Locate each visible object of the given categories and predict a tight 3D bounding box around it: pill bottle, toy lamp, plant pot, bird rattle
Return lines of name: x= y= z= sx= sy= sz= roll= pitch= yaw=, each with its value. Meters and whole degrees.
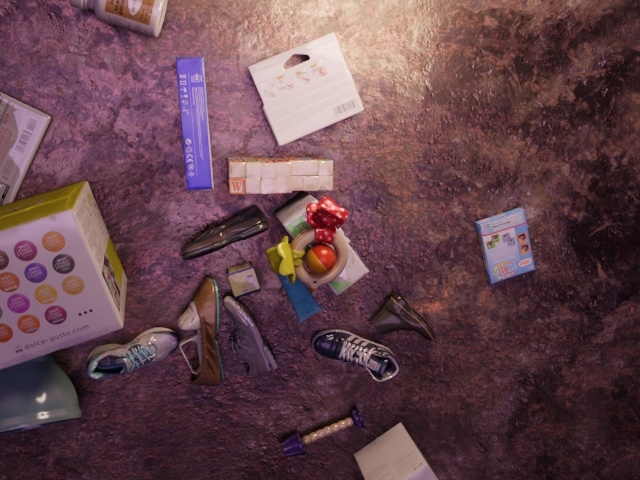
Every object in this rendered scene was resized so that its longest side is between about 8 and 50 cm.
pill bottle: x=-0.526 y=-0.629 z=1.647 sx=0.229 sy=0.131 sz=0.131 roll=14 pitch=99 yaw=-13
toy lamp: x=0.005 y=0.626 z=2.045 sx=0.274 sy=0.080 sz=0.080 roll=-23 pitch=105 yaw=-7
plant pot: x=-0.830 y=0.426 z=1.757 sx=0.293 sy=0.293 sz=0.196 roll=-10 pitch=77 yaw=-9
bird rattle: x=-0.015 y=0.019 z=1.675 sx=0.253 sy=0.143 sz=0.207 roll=-43 pitch=118 yaw=-9

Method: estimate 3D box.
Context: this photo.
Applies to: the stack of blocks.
stack of blocks: x=-0.117 y=-0.188 z=1.800 sx=0.297 sy=0.171 sz=0.087 roll=-1 pitch=102 yaw=-11

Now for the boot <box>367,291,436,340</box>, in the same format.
boot: x=0.263 y=0.281 z=2.031 sx=0.137 sy=0.077 sz=0.198 roll=-45 pitch=93 yaw=5

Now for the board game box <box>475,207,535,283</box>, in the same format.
board game box: x=0.603 y=0.018 z=2.050 sx=0.160 sy=0.039 sz=0.212 roll=-17 pitch=104 yaw=-7

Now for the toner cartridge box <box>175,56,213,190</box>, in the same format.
toner cartridge box: x=-0.346 y=-0.320 z=1.731 sx=0.075 sy=0.165 sz=0.348 roll=-5 pitch=103 yaw=-10

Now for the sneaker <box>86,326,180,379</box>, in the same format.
sneaker: x=-0.549 y=0.348 z=1.855 sx=0.283 sy=0.122 sz=0.110 roll=-19 pitch=104 yaw=-7

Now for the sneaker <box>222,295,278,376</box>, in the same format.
sneaker: x=-0.235 y=0.299 z=1.914 sx=0.115 sy=0.105 sz=0.281 roll=-28 pitch=106 yaw=-4

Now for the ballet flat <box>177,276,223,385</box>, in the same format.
ballet flat: x=-0.363 y=0.283 z=1.880 sx=0.124 sy=0.116 sz=0.343 roll=-8 pitch=109 yaw=-24

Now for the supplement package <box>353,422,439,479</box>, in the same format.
supplement package: x=0.265 y=0.772 z=2.029 sx=0.199 sy=0.263 sz=0.198 roll=-34 pitch=106 yaw=-2

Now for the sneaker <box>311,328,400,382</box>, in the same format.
sneaker: x=0.116 y=0.360 z=1.970 sx=0.282 sy=0.153 sz=0.099 roll=16 pitch=98 yaw=-14

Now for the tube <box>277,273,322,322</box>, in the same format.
tube: x=-0.074 y=0.155 z=1.947 sx=0.080 sy=0.052 sz=0.207 roll=-28 pitch=111 yaw=1

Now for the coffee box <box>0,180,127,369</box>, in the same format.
coffee box: x=-0.726 y=0.073 z=1.636 sx=0.337 sy=0.338 sz=0.335 roll=-19 pitch=111 yaw=-8

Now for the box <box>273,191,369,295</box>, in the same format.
box: x=0.000 y=0.000 z=1.831 sx=0.126 sy=0.231 sz=0.262 roll=-37 pitch=107 yaw=-2

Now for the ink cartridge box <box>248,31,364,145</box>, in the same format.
ink cartridge box: x=-0.043 y=-0.435 z=1.819 sx=0.275 sy=0.060 sz=0.239 roll=-24 pitch=104 yaw=-5

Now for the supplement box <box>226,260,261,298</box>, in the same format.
supplement box: x=-0.233 y=0.119 z=1.901 sx=0.083 sy=0.056 sz=0.083 roll=-18 pitch=105 yaw=-7

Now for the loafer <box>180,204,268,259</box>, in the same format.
loafer: x=-0.290 y=-0.023 z=1.855 sx=0.267 sy=0.096 sz=0.084 roll=-21 pitch=85 yaw=-13

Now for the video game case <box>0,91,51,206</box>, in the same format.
video game case: x=-0.938 y=-0.257 z=1.697 sx=0.299 sy=0.036 sz=0.329 roll=26 pitch=97 yaw=-15
